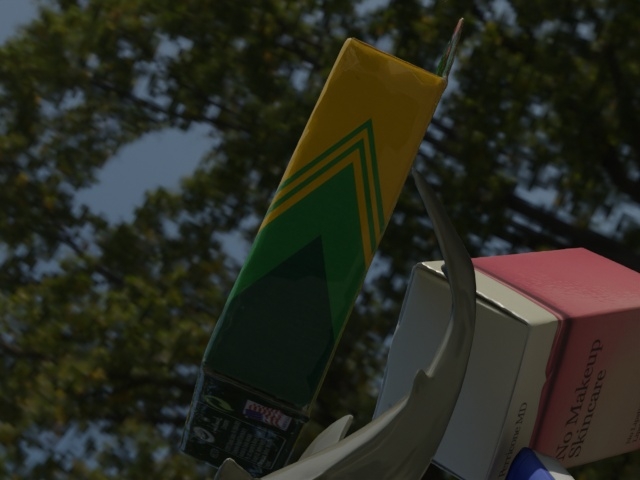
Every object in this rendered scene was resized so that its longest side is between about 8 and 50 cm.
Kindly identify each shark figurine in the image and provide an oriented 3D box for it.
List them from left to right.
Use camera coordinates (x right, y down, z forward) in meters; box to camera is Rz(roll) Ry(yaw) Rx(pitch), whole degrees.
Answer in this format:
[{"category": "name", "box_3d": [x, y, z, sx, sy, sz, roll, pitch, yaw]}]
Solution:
[{"category": "shark figurine", "box_3d": [0.000, 0.110, 0.818, 0.278, 0.166, 0.116, -46, -48, 13]}]

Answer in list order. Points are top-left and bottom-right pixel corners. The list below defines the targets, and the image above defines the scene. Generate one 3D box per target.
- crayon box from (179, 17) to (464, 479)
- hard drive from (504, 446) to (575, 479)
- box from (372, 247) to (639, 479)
[{"category": "crayon box", "box_3d": [0.000, 0.000, 1.102, 0.202, 0.081, 0.319, 111, -178, -65]}, {"category": "hard drive", "box_3d": [0.134, 0.268, 1.016, 0.319, 0.040, 0.210, -105, 35, -87]}, {"category": "box", "box_3d": [0.177, 0.100, 1.269, 0.232, 0.127, 0.149, -5, -65, -46]}]
